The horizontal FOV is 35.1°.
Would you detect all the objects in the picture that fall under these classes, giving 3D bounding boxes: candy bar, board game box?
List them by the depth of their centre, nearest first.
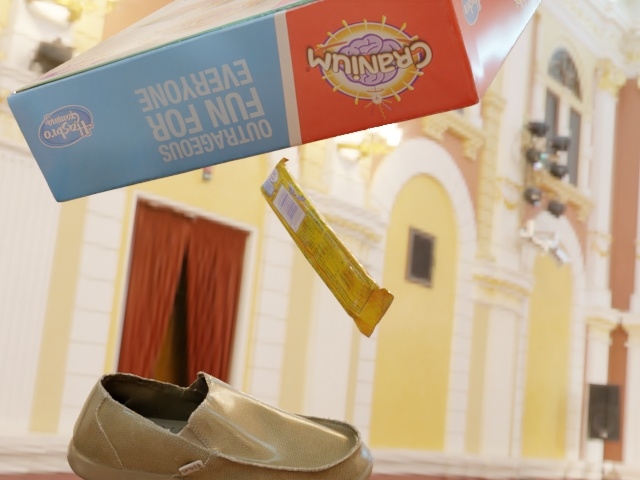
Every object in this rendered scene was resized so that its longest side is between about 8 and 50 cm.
[{"bbox_3d":[0.006,-0.136,0.600,0.242,0.064,0.316,-10,22,27],"label":"board game box"},{"bbox_3d":[0.000,0.000,0.746,0.018,0.161,0.040,-2,-46,-42],"label":"candy bar"}]

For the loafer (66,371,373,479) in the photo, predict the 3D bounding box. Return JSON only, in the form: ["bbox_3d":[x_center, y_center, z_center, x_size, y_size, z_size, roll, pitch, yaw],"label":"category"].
[{"bbox_3d":[-0.047,0.094,0.481,0.148,0.050,0.056,4,23,-3],"label":"loafer"}]
